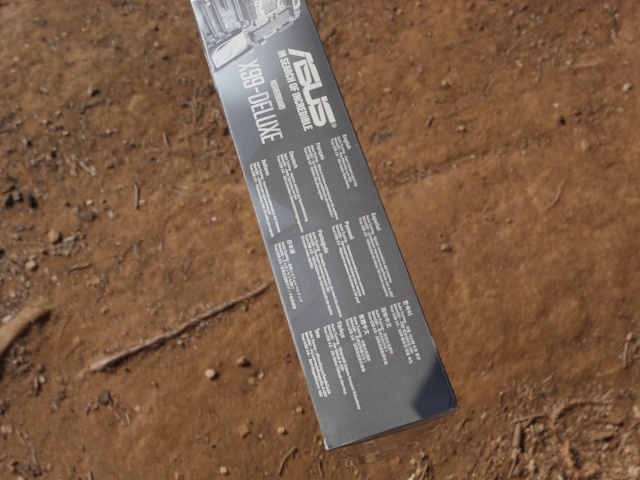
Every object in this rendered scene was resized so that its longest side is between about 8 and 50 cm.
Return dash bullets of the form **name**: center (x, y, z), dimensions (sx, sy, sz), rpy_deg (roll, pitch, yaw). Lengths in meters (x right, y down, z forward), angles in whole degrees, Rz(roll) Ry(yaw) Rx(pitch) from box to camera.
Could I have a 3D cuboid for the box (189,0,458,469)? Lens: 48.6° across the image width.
- **box**: center (0.000, 0.000, 0.515), dimensions (0.076, 0.242, 0.307), rpy_deg (-18, 69, -2)
